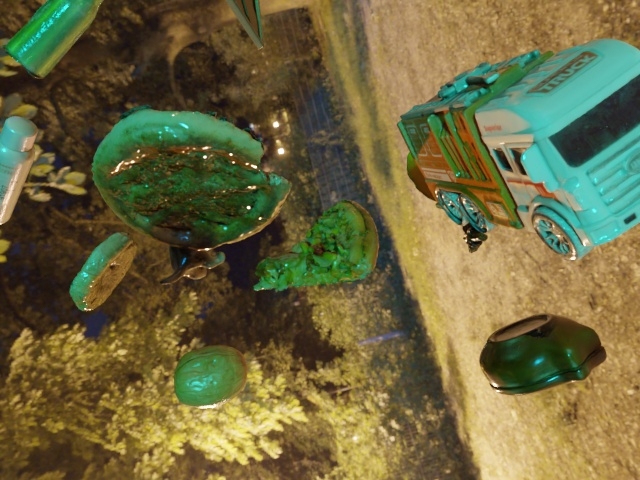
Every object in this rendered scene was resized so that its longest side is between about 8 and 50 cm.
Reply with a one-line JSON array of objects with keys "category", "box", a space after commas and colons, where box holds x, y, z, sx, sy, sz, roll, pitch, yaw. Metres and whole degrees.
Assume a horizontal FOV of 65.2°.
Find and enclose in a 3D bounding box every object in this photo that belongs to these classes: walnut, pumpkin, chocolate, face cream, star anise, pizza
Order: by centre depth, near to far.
[{"category": "face cream", "box": [-0.653, -0.144, 1.036, 0.082, 0.269, 0.081, 28, -144, -22]}, {"category": "pizza", "box": [0.000, 0.000, 1.059, 0.074, 0.288, 0.251, 63, -148, -29]}, {"category": "chocolate", "box": [-0.601, -0.519, 1.174, 0.110, 0.291, 0.110, 47, -173, -8]}, {"category": "walnut", "box": [-0.295, 0.365, 1.350, 0.165, 0.197, 0.165, 171, 90, -74]}, {"category": "pumpkin", "box": [0.333, -0.150, 1.388, 0.163, 0.111, 0.278, 38, -168, -46]}, {"category": "star anise", "box": [0.445, -0.033, 1.399, 0.190, 0.070, 0.097, 94, 174, -71]}]

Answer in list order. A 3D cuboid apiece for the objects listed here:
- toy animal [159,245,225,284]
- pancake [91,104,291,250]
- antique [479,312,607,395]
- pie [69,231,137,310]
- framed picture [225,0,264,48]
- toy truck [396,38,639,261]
[{"category": "toy animal", "box": [-0.325, -0.016, 1.187, 0.169, 0.121, 0.233, -5, -107, -46]}, {"category": "pancake", "box": [-0.245, -0.105, 0.966, 0.382, 0.383, 0.071, 76, -168, -54]}, {"category": "antique", "box": [0.477, 0.250, 1.115, 0.128, 0.224, 0.278, 63, 155, 5]}, {"category": "pie", "box": [-0.193, 0.027, 0.447, 0.020, 0.084, 0.084, 32, -178, -2]}, {"category": "framed picture", "box": [-0.149, -0.476, 0.843, 0.184, 0.016, 0.249, 44, -145, -61]}, {"category": "toy truck", "box": [0.246, -0.126, 0.633, 0.206, 0.173, 0.387, 55, 177, -14]}]
